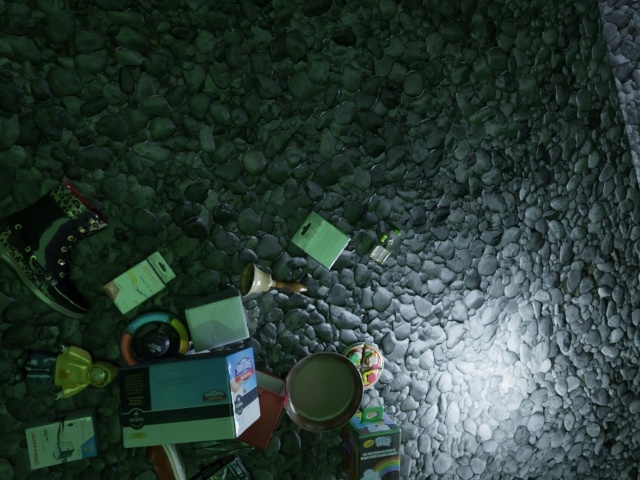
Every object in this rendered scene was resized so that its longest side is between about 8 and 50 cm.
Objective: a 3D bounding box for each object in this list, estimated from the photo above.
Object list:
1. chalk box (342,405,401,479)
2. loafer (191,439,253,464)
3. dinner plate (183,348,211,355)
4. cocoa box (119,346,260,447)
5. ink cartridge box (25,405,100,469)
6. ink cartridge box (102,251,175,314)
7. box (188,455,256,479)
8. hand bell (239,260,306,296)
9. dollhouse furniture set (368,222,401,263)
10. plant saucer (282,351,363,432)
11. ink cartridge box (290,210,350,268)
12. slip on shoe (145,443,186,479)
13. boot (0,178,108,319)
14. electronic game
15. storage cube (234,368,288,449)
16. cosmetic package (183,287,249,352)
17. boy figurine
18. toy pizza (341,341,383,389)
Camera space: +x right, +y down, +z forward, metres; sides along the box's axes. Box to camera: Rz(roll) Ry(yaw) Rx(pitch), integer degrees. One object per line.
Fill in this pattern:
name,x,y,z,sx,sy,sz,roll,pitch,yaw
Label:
chalk box,0.194,0.775,1.745,0.180,0.179,0.290,0,94,-17
loafer,-0.324,0.741,1.615,0.267,0.096,0.084,-2,82,-9
dinner plate,-0.434,0.446,1.577,0.141,0.017,0.142,-9,106,-32
cocoa box,-0.389,0.466,1.373,0.346,0.231,0.228,-9,82,10
ink cartridge box,-0.826,0.634,1.457,0.190,0.082,0.140,-7,97,-18
ink cartridge box,-0.593,0.136,1.489,0.198,0.067,0.115,-35,104,-12
box,-0.338,0.961,1.645,0.242,0.076,0.308,-33,104,-12
hand bell,-0.157,0.158,1.625,0.241,0.126,0.126,15,91,-30
dollhouse furniture set,0.248,0.008,1.767,0.076,0.059,0.152,28,106,-25
plant saucer,0.009,0.568,1.715,0.310,0.050,0.311,-1,95,-9
ink cartridge box,0.000,0.000,1.689,0.179,0.045,0.146,36,84,1
slip on shoe,-0.550,0.702,1.536,0.101,0.123,0.332,-16,105,-12
boot,-0.781,0.028,1.389,0.284,0.138,0.377,-42,100,-10
electronic game,-0.559,0.350,1.531,0.229,0.048,0.230,-2,96,-18
storage cube,-0.237,0.569,1.565,0.214,0.183,0.193,24,88,-5
cosmetic package,-0.356,0.265,1.533,0.183,0.151,0.152,-13,99,-17
boy figurine,-0.802,0.425,1.441,0.284,0.092,0.178,13,89,-15
toy pizza,0.161,0.502,1.782,0.201,0.032,0.202,-2,96,-17
